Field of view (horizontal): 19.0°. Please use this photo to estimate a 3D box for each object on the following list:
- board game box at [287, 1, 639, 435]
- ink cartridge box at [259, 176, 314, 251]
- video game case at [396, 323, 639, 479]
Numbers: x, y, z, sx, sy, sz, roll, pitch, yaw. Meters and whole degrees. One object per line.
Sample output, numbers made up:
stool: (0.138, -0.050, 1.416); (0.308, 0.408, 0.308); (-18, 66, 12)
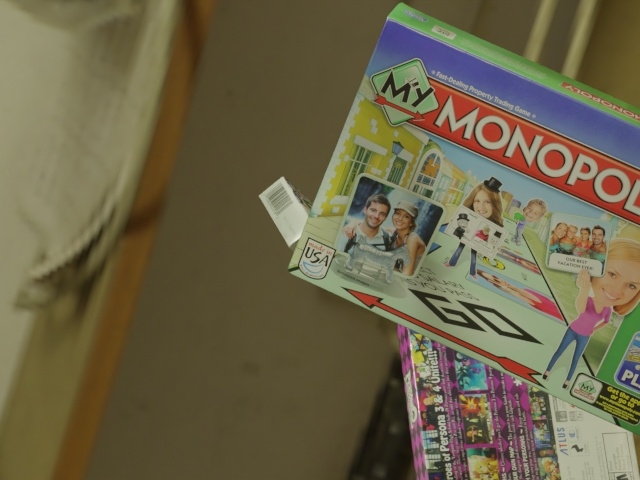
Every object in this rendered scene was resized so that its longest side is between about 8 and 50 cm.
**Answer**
board game box: (0.158, -0.007, 1.359); (0.046, 0.317, 0.213); (-53, -15, -64)
ink cartridge box: (0.000, 0.000, 1.555); (0.029, 0.115, 0.063); (-39, 51, 9)
video game case: (0.183, 0.141, 1.789); (0.042, 0.210, 0.232); (124, 142, -66)
